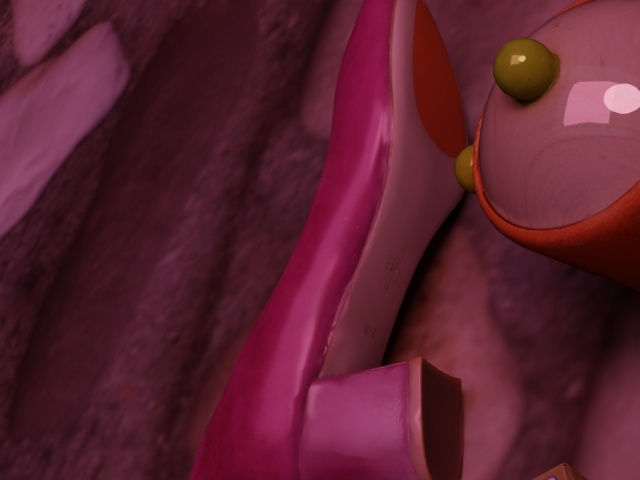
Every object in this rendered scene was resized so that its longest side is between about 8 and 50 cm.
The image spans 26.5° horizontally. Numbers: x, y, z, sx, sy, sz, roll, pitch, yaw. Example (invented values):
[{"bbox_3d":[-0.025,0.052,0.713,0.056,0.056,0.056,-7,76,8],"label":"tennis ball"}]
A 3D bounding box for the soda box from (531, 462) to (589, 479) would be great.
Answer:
[{"bbox_3d":[0.027,0.147,0.448,0.181,0.061,0.058,-33,43,23],"label":"soda box"}]

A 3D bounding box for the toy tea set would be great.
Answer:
[{"bbox_3d":[0.174,-0.063,0.382,0.336,0.124,0.200,-46,37,21],"label":"toy tea set"}]

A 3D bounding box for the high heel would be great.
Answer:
[{"bbox_3d":[0.000,0.000,0.574,0.117,0.082,0.244,-12,66,27],"label":"high heel"}]
